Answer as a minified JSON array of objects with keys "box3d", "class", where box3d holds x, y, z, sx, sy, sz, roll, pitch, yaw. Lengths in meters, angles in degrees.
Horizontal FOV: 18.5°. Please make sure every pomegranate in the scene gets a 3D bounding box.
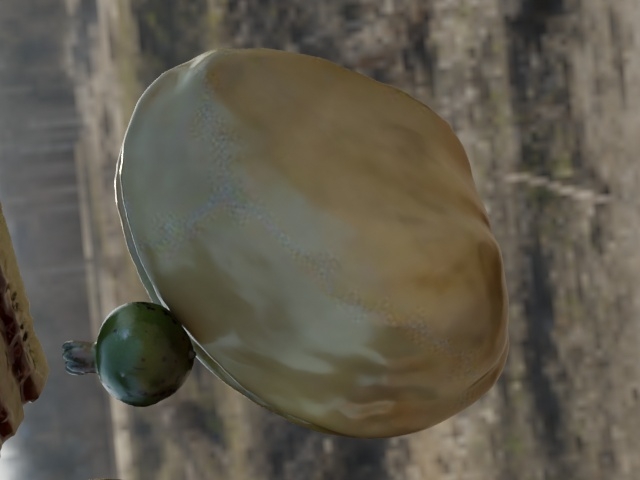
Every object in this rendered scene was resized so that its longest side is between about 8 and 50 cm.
[{"box3d":[-0.128,0.082,1.335,0.073,0.084,0.073,58,177,5],"class":"pomegranate"}]

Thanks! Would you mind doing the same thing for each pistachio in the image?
[{"box3d":[0.000,0.000,1.400,0.321,0.238,0.229,42,163,-3],"class":"pistachio"}]

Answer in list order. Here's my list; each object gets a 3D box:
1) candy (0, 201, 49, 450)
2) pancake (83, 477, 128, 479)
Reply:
[{"box3d":[-0.332,0.011,1.470,0.135,0.179,0.320,-65,-28,-50],"class":"candy"},{"box3d":[-0.033,0.244,1.497,0.387,0.387,0.082,-162,85,-82],"class":"pancake"}]
